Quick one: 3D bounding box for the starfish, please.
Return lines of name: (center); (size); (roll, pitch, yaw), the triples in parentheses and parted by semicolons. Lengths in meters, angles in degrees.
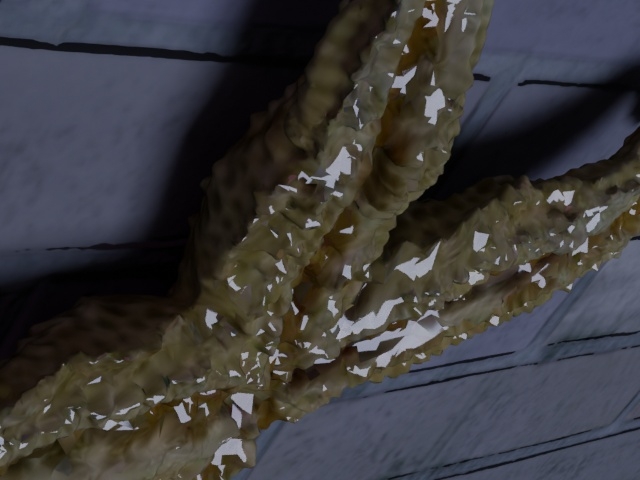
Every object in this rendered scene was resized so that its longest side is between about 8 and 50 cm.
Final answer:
starfish: (0.000, 0.000, 0.559); (0.432, 0.082, 0.324); (-35, 153, -12)
